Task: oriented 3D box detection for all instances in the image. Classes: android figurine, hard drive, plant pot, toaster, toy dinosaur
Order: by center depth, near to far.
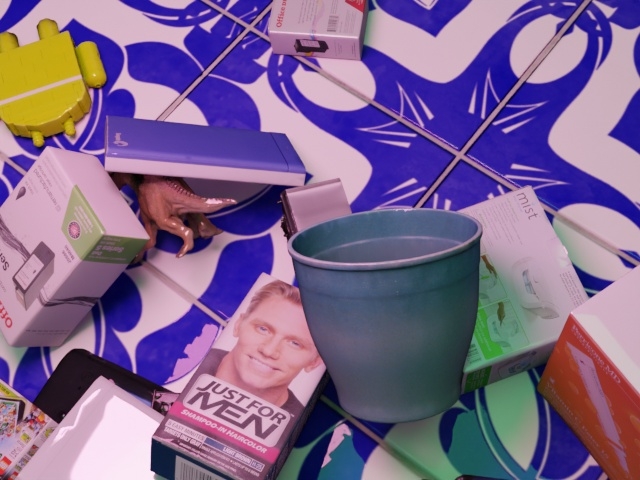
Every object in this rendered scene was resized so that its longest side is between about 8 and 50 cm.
[{"bbox_3d":[0.101,0.111,1.340,0.272,0.271,0.255,-5,106,3],"label":"plant pot"},{"bbox_3d":[-0.264,0.360,1.378,0.308,0.040,0.203,29,62,14],"label":"hard drive"},{"bbox_3d":[0.000,0.000,1.547,0.110,0.168,0.185,-15,65,-5],"label":"toaster"},{"bbox_3d":[-0.272,-0.077,1.579,0.127,0.296,0.200,-29,104,-35],"label":"toy dinosaur"},{"bbox_3d":[-0.201,-0.152,1.585,0.319,0.040,0.210,4,22,-15],"label":"hard drive"},{"bbox_3d":[-0.536,-0.300,1.797,0.248,0.056,0.272,-21,64,-5],"label":"android figurine"}]

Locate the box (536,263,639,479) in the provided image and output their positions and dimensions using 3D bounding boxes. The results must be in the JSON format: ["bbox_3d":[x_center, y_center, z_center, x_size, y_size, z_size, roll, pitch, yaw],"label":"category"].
[{"bbox_3d":[0.453,0.197,1.310,0.168,0.345,0.215,-32,65,-10],"label":"box"}]

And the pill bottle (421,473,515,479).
[{"bbox_3d":[0.250,0.405,1.353,0.219,0.123,0.122,5,65,7],"label":"pill bottle"}]

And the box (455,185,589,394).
[{"bbox_3d":[0.282,0.076,1.504,0.231,0.126,0.262,-20,64,-5],"label":"box"}]

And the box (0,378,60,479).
[{"bbox_3d":[-0.502,0.293,1.477,0.207,0.036,0.114,21,65,41],"label":"box"}]

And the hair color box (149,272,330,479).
[{"bbox_3d":[-0.095,0.223,1.413,0.174,0.105,0.347,23,48,10],"label":"hair color box"}]

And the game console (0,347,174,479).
[{"bbox_3d":[-0.318,0.380,1.452,0.387,0.060,0.342,23,69,15],"label":"game console"}]

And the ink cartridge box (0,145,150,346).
[{"bbox_3d":[-0.438,0.016,1.535,0.273,0.115,0.198,-47,65,20],"label":"ink cartridge box"}]

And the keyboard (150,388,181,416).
[{"bbox_3d":[-0.252,0.377,1.409,0.202,0.033,0.317,5,59,0],"label":"keyboard"}]

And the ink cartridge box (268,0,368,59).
[{"bbox_3d":[-0.002,-0.422,1.797,0.175,0.072,0.127,6,66,8],"label":"ink cartridge box"}]
